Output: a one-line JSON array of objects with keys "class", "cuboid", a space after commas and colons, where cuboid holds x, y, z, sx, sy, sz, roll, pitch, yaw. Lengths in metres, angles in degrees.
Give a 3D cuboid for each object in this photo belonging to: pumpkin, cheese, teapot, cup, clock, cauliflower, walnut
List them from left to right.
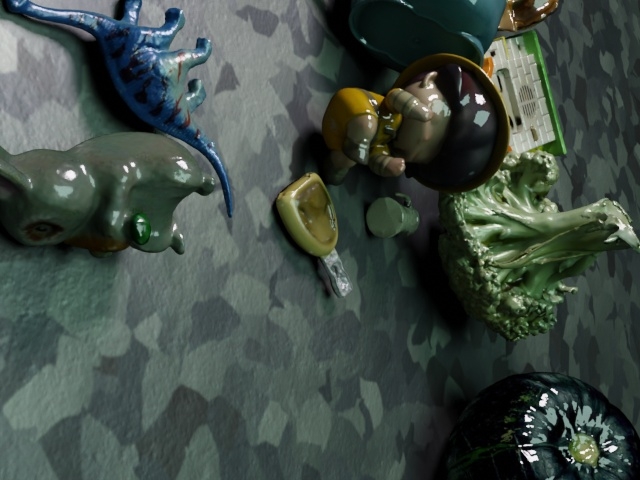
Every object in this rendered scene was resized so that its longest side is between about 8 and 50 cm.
[{"class": "cheese", "cuboid": [-0.001, 0.000, 1.337, 0.086, 0.036, 0.162, -44, 116, -48]}, {"class": "teapot", "cuboid": [0.107, -0.034, 1.480, 0.083, 0.057, 0.067, 6, 102, -61]}, {"class": "cup", "cuboid": [0.132, -0.385, 1.489, 0.290, 0.219, 0.257, 25, 57, -14]}, {"class": "clock", "cuboid": [0.276, -0.215, 1.723, 0.255, 0.106, 0.219, -21, 98, -49]}, {"class": "walnut", "cuboid": [0.309, -0.450, 1.772, 0.238, 0.141, 0.204, -42, 96, -9]}, {"class": "cauliflower", "cuboid": [0.313, -0.008, 1.576, 0.327, 0.281, 0.260, 40, 26, -50]}, {"class": "pumpkin", "cuboid": [0.314, 0.347, 1.520, 0.315, 0.238, 0.315, 19, 54, -28]}]

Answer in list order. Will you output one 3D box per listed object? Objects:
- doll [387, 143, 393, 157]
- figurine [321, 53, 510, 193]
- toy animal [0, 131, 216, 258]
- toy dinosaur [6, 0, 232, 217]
[{"class": "doll", "cuboid": [0.139, -0.173, 1.546, 0.094, 0.079, 0.180, 53, 55, -33]}, {"class": "figurine", "cuboid": [0.128, -0.158, 1.405, 0.257, 0.192, 0.167, 2, 52, -28]}, {"class": "toy animal", "cuboid": [-0.235, -0.048, 0.983, 0.251, 0.127, 0.125, 4, 91, -40]}, {"class": "toy dinosaur", "cuboid": [-0.174, -0.182, 1.105, 0.329, 0.076, 0.144, 46, 52, -27]}]
